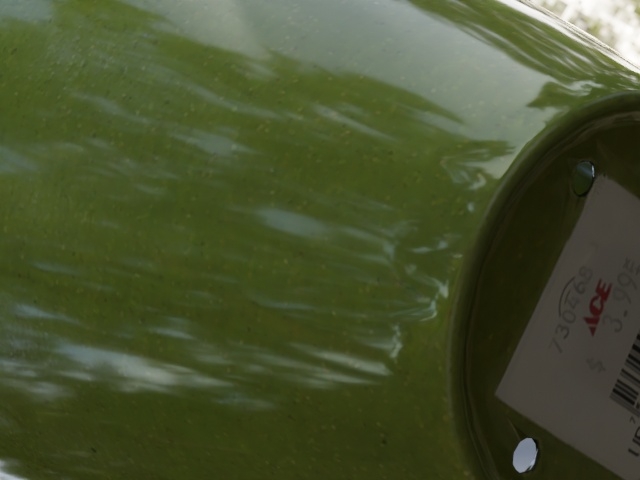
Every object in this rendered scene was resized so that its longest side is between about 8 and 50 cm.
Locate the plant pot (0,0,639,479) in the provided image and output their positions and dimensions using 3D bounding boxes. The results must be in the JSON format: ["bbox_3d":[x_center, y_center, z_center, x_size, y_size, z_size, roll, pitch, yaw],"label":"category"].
[{"bbox_3d":[0.000,0.000,0.575,0.275,0.293,0.275,-8,-76,-37],"label":"plant pot"}]
